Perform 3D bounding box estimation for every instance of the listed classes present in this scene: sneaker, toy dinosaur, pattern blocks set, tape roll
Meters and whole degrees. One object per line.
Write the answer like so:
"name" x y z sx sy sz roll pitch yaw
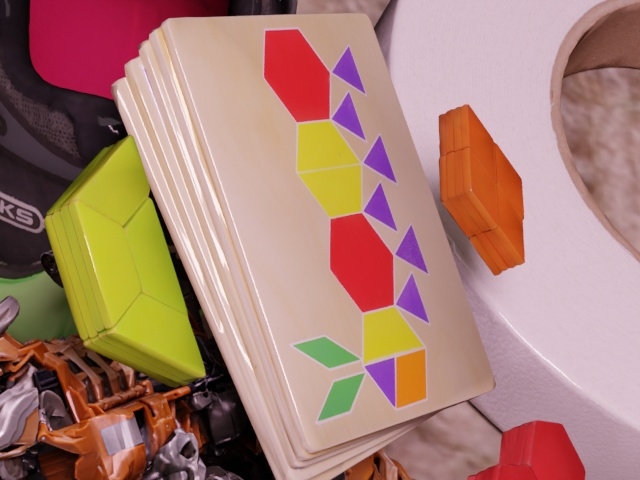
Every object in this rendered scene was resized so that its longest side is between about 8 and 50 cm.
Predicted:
"sneaker" -0.073 -0.177 0.920 0.185 0.202 0.483 9 57 -19
"toy dinosaur" -0.036 0.113 0.761 0.322 0.164 0.218 4 68 -28
"pattern blocks set" 0.000 0.000 0.749 0.285 0.026 0.325 2 70 -52
"tape roll" 0.202 -0.035 1.032 0.392 0.072 0.392 11 56 -16
